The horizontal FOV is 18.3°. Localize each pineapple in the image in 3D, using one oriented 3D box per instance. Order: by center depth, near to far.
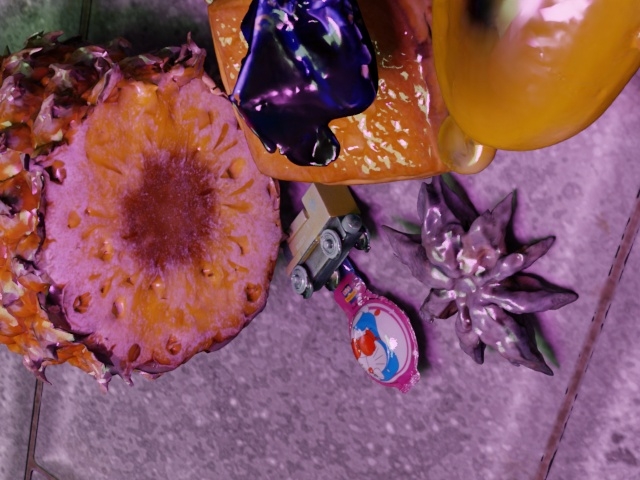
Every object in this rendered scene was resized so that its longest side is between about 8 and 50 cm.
[{"bbox_3d":[-0.226,-0.037,1.866,0.300,0.352,0.352,15,126,45],"label":"pineapple"}]

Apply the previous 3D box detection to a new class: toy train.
[{"bbox_3d":[0.000,0.000,1.874,0.122,0.050,0.081,-52,57,46],"label":"toy train"}]

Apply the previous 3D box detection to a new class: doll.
[{"bbox_3d":[0.188,-0.273,1.484,0.423,0.161,0.348,-31,73,47],"label":"doll"}]

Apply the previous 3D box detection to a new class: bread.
[{"bbox_3d":[0.023,-0.155,1.737,0.235,0.099,0.210,-2,117,35],"label":"bread"}]

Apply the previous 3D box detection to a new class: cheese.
[{"bbox_3d":[0.050,0.080,1.901,0.145,0.038,0.095,56,136,15],"label":"cheese"}]

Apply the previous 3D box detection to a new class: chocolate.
[{"bbox_3d":[-0.017,-0.226,1.600,0.126,0.148,0.343,115,146,-70],"label":"chocolate"}]

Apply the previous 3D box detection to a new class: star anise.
[{"bbox_3d":[0.134,0.035,1.784,0.180,0.061,0.204,2,118,40],"label":"star anise"}]
